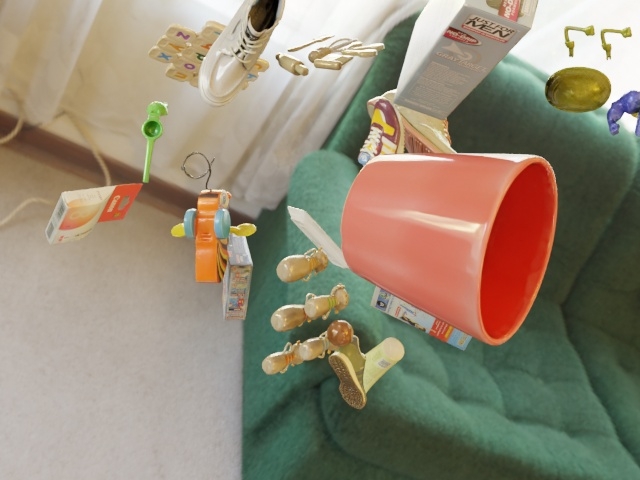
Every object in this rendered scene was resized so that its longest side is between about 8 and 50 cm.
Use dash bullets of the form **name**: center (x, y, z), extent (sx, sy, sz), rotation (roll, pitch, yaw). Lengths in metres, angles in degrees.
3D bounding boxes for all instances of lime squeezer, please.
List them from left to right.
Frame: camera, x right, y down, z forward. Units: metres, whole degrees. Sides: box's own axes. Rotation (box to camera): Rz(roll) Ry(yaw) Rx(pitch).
- **lime squeezer**: center (-0.451, -0.302, 2.043), extent (0.058, 0.110, 0.310), rotation (16, 48, -16)

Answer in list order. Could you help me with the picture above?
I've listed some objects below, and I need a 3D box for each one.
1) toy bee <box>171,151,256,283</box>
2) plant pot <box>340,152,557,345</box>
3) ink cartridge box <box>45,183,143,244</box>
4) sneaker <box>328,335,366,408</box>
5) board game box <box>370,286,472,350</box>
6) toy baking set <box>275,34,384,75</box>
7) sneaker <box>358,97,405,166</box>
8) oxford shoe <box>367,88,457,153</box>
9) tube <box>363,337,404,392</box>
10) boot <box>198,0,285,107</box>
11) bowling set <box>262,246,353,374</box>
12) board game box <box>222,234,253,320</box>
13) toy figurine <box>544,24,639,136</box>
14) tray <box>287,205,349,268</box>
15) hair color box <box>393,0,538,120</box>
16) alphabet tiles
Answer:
- **toy bee**: center (-0.243, -0.055, 1.797), extent (0.195, 0.298, 0.162), rotation (21, 17, 6)
- **plant pot**: center (0.180, -0.012, 1.108), extent (0.243, 0.275, 0.275), rotation (17, 17, 33)
- **ink cartridge box**: center (-0.467, -0.054, 1.584), extent (0.179, 0.145, 0.045), rotation (-9, 64, -39)
- **sneaker**: center (0.080, 0.295, 1.725), extent (0.064, 0.192, 0.086), rotation (11, 48, 33)
- **board game box**: center (0.308, 0.145, 2.098), extent (0.302, 0.308, 0.086), rotation (25, 60, 10)
- **toy baking set**: center (0.011, -0.365, 1.497), extent (0.196, 0.030, 0.256), rotation (-16, 28, -20)
- **sneaker**: center (0.114, -0.183, 1.481), extent (0.084, 0.185, 0.069), rotation (-21, 29, -23)
- **oxford shoe**: center (0.293, -0.281, 2.003), extent (0.146, 0.140, 0.397), rotation (-34, 62, -13)
- **tube**: center (0.133, 0.322, 1.956), extent (0.062, 0.240, 0.070), rotation (10, 56, -21)
- **boot**: center (-0.150, -0.382, 1.454), extent (0.095, 0.258, 0.123), rotation (26, -9, -17)
- **bowling set**: center (0.005, 0.177, 1.604), extent (0.200, 0.287, 0.154), rotation (23, 20, 31)
- **board game box**: center (-0.222, 0.098, 1.960), extent (0.060, 0.194, 0.194), rotation (1, 28, -14)
- **toy figurine**: center (0.612, -0.270, 1.401), extent (0.362, 0.191, 0.217), rotation (9, 35, 9)
- **tray**: center (0.000, 0.000, 2.394), extent (0.270, 0.030, 0.145), rotation (47, -10, -23)
- **hair color box**: center (0.247, -0.368, 1.297), extent (0.113, 0.374, 0.185), rotation (18, 75, -6)
- **alphabet tiles**: center (-0.284, -0.468, 1.946), extent (0.278, 0.284, 0.021), rotation (16, 66, -30)
